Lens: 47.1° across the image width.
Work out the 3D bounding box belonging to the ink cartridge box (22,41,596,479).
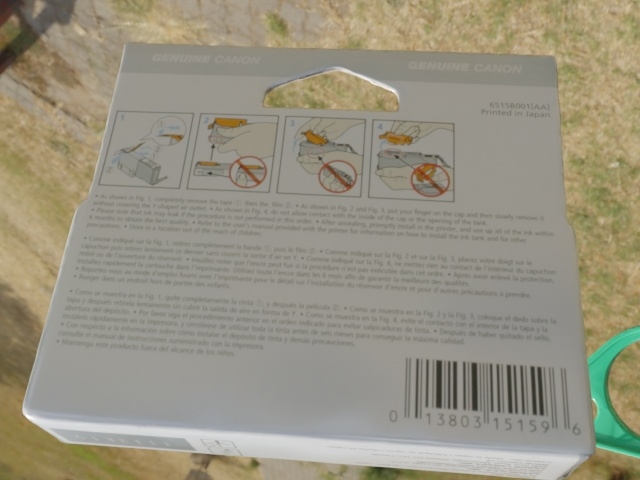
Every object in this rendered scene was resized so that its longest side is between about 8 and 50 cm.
[{"bbox_3d":[0.000,0.000,0.419,0.275,0.238,0.060,3,152,4],"label":"ink cartridge box"}]

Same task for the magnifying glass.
[{"bbox_3d":[0.177,0.121,0.521,0.231,0.092,0.026,-22,170,29],"label":"magnifying glass"}]
